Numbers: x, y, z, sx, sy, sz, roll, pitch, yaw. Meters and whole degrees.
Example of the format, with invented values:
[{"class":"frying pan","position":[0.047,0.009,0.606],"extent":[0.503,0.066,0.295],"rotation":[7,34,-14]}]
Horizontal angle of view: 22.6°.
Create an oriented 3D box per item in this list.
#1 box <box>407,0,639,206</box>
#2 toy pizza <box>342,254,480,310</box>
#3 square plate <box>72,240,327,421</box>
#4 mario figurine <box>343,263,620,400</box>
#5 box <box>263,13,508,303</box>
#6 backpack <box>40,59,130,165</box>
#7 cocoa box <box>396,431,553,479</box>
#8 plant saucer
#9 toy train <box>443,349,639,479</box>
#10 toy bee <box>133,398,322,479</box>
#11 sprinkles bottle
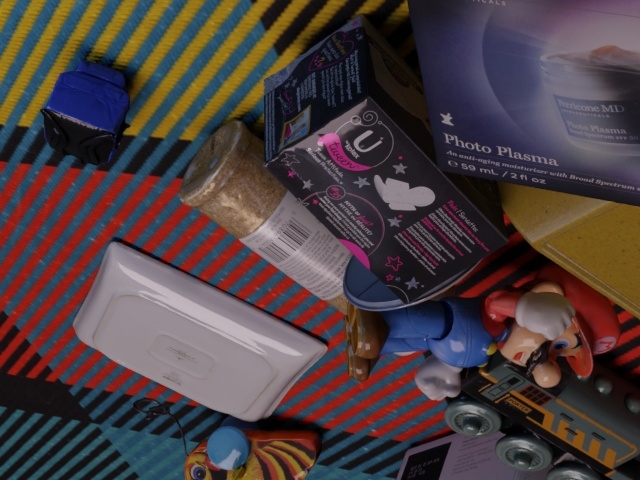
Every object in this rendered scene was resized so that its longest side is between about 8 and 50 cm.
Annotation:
[{"class":"box","position":[0.246,-0.188,1.415],"extent":[0.296,0.183,0.294],"rotation":[11,147,20]},{"class":"toy pizza","position":[0.118,0.017,1.809],"extent":[0.201,0.201,0.032],"rotation":[-6,127,41]},{"class":"square plate","position":[-0.197,0.157,2.407],"extent":[0.347,0.049,0.344],"rotation":[27,150,-6]},{"class":"mario figurine","position":[0.194,0.126,1.863],"extent":[0.320,0.170,0.198],"rotation":[-4,-167,-5]},{"class":"box","position":[0.070,-0.086,1.686],"extent":[0.142,0.163,0.247],"rotation":[-31,124,22]},{"class":"backpack","position":[-0.273,-0.148,1.913],"extent":[0.098,0.101,0.120],"rotation":[25,154,0]},{"class":"cocoa box","position":[0.270,0.418,2.320],"extent":[0.228,0.231,0.347],"rotation":[32,149,-18]},{"class":"plant saucer","position":[0.390,-0.001,1.717],"extent":[0.333,0.081,0.332],"rotation":[33,150,-16]},{"class":"toy train","position":[0.306,0.216,2.078],"extent":[0.334,0.142,0.190],"rotation":[33,140,-16]},{"class":"toy bee","position":[-0.149,0.360,2.589],"extent":[0.298,0.162,0.195],"rotation":[15,-166,30]},{"class":"sprinkles bottle","position":[0.000,0.000,1.945],"extent":[0.355,0.121,0.121],"rotation":[36,148,-21]}]
